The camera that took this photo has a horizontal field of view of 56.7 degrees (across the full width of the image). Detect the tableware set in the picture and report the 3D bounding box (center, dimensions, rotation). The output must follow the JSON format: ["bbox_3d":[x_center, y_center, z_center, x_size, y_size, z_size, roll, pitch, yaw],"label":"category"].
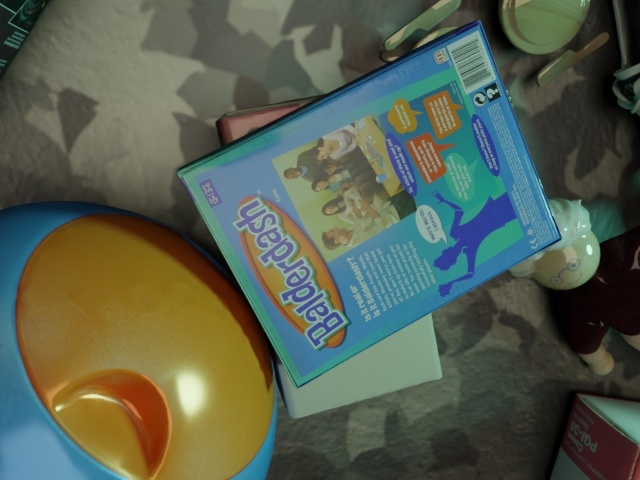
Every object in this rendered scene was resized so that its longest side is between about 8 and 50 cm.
[{"bbox_3d":[0.155,-0.186,0.547,0.194,0.039,0.128,-35,116,3],"label":"tableware set"}]

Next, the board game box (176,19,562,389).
[{"bbox_3d":[0.037,-0.024,0.394,0.210,0.047,0.160,-28,105,-7],"label":"board game box"}]

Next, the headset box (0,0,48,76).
[{"bbox_3d":[-0.291,-0.255,0.410,0.218,0.110,0.293,34,93,-15],"label":"headset box"}]

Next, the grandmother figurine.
[{"bbox_3d":[0.324,0.058,0.578,0.342,0.104,0.208,27,110,-9],"label":"grandmother figurine"}]

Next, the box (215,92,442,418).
[{"bbox_3d":[0.000,0.000,0.494,0.126,0.148,0.232,-13,102,-9],"label":"box"}]

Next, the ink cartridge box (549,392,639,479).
[{"bbox_3d":[0.349,0.327,0.633,0.207,0.117,0.283,11,101,-12],"label":"ink cartridge box"}]

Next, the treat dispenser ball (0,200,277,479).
[{"bbox_3d":[-0.173,0.117,0.412,0.288,0.288,0.288,-2,101,-10],"label":"treat dispenser ball"}]

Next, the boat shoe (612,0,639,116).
[{"bbox_3d":[0.321,-0.156,0.563,0.084,0.095,0.258,-12,92,-4],"label":"boat shoe"}]
